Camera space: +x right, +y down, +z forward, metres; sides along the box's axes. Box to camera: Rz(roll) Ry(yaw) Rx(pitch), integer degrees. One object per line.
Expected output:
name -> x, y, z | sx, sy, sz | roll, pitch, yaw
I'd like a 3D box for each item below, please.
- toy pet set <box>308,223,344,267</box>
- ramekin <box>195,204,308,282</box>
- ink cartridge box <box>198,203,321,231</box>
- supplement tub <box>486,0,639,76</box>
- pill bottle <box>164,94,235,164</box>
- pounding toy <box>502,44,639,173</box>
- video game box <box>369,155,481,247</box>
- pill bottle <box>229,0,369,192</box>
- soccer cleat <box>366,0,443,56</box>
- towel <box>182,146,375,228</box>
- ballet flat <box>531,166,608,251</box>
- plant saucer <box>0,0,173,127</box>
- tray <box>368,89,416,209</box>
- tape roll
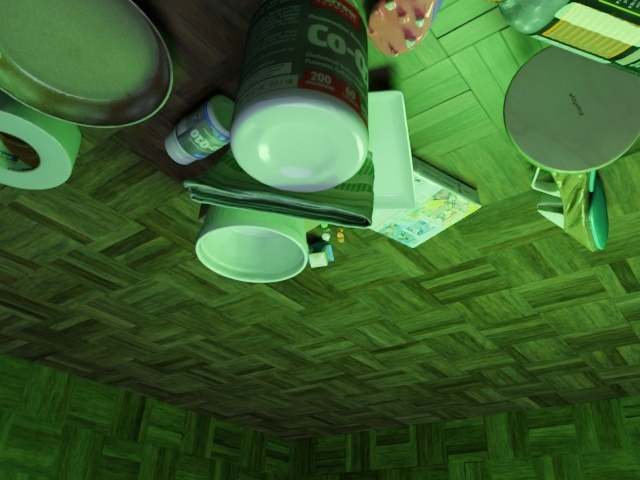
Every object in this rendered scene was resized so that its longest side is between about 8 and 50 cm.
toy pet set -> 0.000, 0.000, 1.272 | 0.122, 0.065, 0.114 | -8, 112, 11
ramekin -> -0.124, -0.016, 1.022 | 0.207, 0.109, 0.207 | 1, 148, 1
ink cartridge box -> -0.102, -0.082, 1.099 | 0.193, 0.088, 0.235 | 26, 140, -35
supplement tub -> 0.342, -0.301, 0.605 | 0.316, 0.193, 0.193 | 16, 146, -10
pill bottle -> -0.205, -0.189, 0.945 | 0.137, 0.078, 0.078 | -23, 140, 35
pounding toy -> 0.358, -0.210, 0.788 | 0.183, 0.236, 0.110 | 0, -179, 15
video game box -> 0.193, -0.072, 1.131 | 0.187, 0.048, 0.205 | 25, 142, -26
pill bottle -> -0.019, -0.218, 0.692 | 0.161, 0.283, 0.161 | 2, 147, 1
soccer cleat -> 0.134, -0.331, 0.699 | 0.083, 0.095, 0.248 | 39, 160, 0
towel -> -0.039, -0.105, 0.818 | 0.248, 0.325, 0.038 | 10, 112, 3
ballet flat -> 0.472, -0.095, 1.034 | 0.124, 0.116, 0.342 | 6, 154, 34
plant saucer -> -0.377, -0.294, 0.817 | 0.311, 0.050, 0.310 | 1, 147, 1
tray -> 0.092, -0.158, 0.975 | 0.145, 0.030, 0.270 | 1, 139, 17
tape roll -> -0.556, -0.186, 0.980 | 0.219, 0.072, 0.219 | 2, 149, 1
